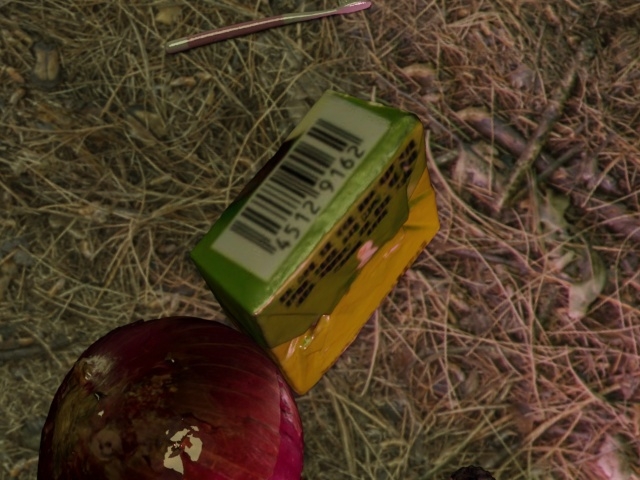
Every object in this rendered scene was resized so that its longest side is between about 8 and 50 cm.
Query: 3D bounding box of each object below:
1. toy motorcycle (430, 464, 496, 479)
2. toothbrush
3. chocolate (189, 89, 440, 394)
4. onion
[{"bbox_3d":[0.129,0.347,1.641,0.213,0.084,0.118,-19,69,-19],"label":"toy motorcycle"},{"bbox_3d":[-0.072,-0.296,1.886,0.287,0.020,0.025,-14,64,-3],"label":"toothbrush"},{"bbox_3d":[0.000,0.000,1.660,0.137,0.288,0.301,35,76,23],"label":"chocolate"},{"bbox_3d":[-0.131,0.275,1.590,0.385,0.348,0.347,27,72,-30],"label":"onion"}]
